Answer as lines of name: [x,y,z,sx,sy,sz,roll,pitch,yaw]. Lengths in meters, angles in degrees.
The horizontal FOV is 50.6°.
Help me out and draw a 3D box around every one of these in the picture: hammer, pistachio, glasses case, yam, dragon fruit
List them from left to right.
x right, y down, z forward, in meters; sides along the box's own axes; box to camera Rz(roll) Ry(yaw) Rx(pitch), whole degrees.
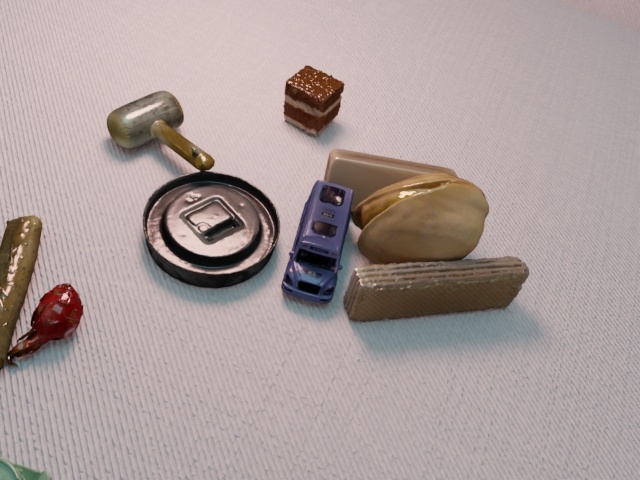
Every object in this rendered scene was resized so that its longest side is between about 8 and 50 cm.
yam: [-0.638,0.096,1.382,0.083,0.083,0.372,4,50,-11]
dragon fruit: [-0.542,0.175,1.348,0.094,0.094,0.190,28,71,10]
hammer: [-0.381,-0.259,1.706,0.305,0.113,0.202,38,55,26]
glasses case: [0.176,-0.135,1.729,0.336,0.144,0.076,10,25,-7]
pistachio: [0.239,-0.047,1.609,0.321,0.238,0.229,-14,49,9]

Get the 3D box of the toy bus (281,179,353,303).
toy bus: [0.000,0.000,1.584,0.125,0.133,0.292,16,49,-2]

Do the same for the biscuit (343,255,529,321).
biscuit: [0.270,0.107,1.558,0.426,0.144,0.078,-3,51,-17]

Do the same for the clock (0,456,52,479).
clock: [-0.570,0.432,1.126,0.210,0.066,0.159,20,48,4]

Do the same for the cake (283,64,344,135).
cake: [-0.024,-0.388,1.894,0.135,0.147,0.134,32,49,14]

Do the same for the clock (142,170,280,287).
clock: [-0.255,-0.031,1.591,0.318,0.066,0.319,7,50,-9]
